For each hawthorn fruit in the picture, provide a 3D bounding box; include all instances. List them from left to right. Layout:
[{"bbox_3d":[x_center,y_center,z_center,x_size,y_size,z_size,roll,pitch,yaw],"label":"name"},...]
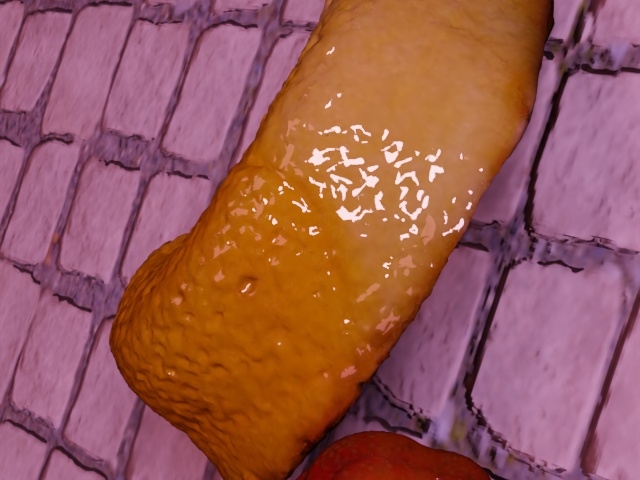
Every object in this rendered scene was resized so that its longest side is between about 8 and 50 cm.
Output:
[{"bbox_3d":[0.026,0.115,0.742,0.093,0.093,0.093,-33,47,44],"label":"hawthorn fruit"}]

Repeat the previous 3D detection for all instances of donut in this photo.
[{"bbox_3d":[0.003,-0.002,0.771,0.259,0.101,0.152,-54,9,16],"label":"donut"}]
